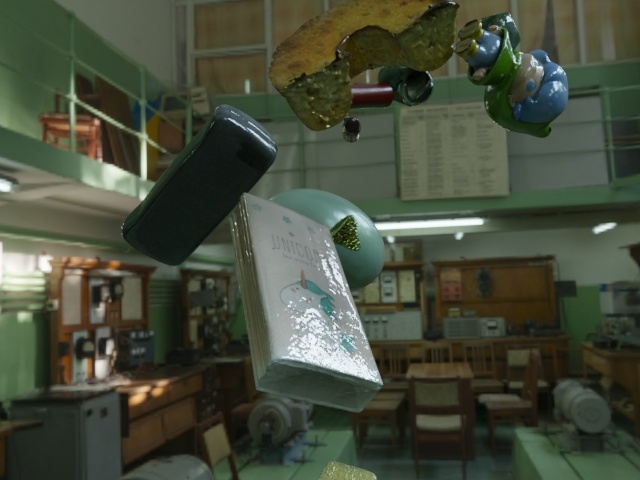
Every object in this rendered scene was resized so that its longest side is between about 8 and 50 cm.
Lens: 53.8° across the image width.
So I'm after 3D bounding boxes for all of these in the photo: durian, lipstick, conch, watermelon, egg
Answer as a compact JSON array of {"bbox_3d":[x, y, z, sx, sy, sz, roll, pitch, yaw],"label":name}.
[{"bbox_3d":[0.044,-0.016,1.522,0.100,0.086,0.215,-6,4,-3],"label":"durian"},{"bbox_3d":[0.116,-0.437,1.917,0.241,0.080,0.080,-13,3,-37],"label":"lipstick"},{"bbox_3d":[0.271,-0.510,2.009,0.122,0.188,0.176,-38,1,-36],"label":"conch"},{"bbox_3d":[0.366,-0.417,1.300,0.085,0.092,0.072,-11,3,16],"label":"watermelon"},{"bbox_3d":[0.000,0.000,1.804,0.389,0.275,0.276,24,-8,-5],"label":"egg"}]

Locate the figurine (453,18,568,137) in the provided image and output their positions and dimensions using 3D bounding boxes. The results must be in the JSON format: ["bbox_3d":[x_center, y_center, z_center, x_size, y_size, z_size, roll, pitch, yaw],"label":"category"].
[{"bbox_3d":[0.357,-0.305,1.184,0.263,0.162,0.143,31,-28,-26],"label":"figurine"}]

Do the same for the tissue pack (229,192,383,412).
[{"bbox_3d":[-0.032,0.076,0.890,0.170,0.325,0.071,19,-57,-29],"label":"tissue pack"}]

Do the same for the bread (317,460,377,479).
[{"bbox_3d":[0.021,0.654,1.484,0.142,0.178,0.266,35,32,6],"label":"bread"}]

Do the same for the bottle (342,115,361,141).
[{"bbox_3d":[0.090,-0.324,1.833,0.060,0.060,0.164,-2,1,2],"label":"bottle"}]

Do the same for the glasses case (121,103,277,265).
[{"bbox_3d":[-0.215,-0.088,1.110,0.131,0.074,0.323,33,-62,-26],"label":"glasses case"}]

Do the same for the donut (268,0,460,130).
[{"bbox_3d":[0.047,-0.260,0.854,0.259,0.152,0.101,-29,-47,-3],"label":"donut"}]
